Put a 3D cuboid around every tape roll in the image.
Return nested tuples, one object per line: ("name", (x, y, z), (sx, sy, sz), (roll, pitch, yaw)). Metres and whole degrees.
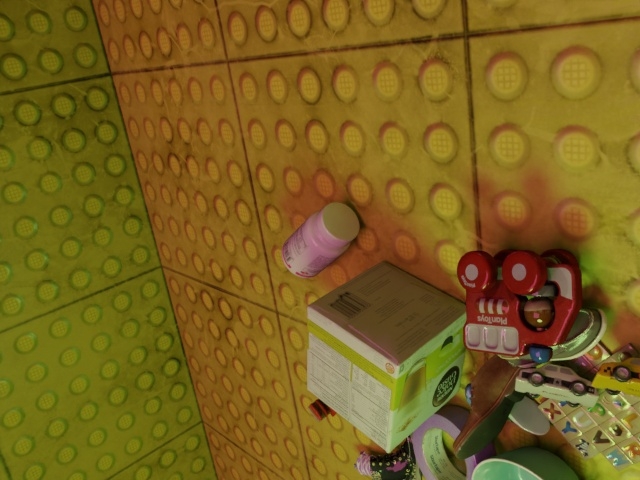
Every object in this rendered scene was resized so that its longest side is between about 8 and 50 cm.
("tape roll", (0.405, 0.649, 1.811), (0.274, 0.090, 0.275), (22, 117, 52))

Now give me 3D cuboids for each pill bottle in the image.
("pill bottle", (0.000, 0.000, 1.925), (0.161, 0.160, 0.283), (59, 143, 8))

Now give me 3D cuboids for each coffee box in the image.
("coffee box", (0.191, 0.323, 1.726), (0.338, 0.337, 0.335), (28, 131, 38))

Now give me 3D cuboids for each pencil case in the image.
("pencil case", (0.219, 0.828, 2.194), (0.206, 0.086, 0.088), (-21, 70, 52))

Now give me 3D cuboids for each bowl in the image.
("bowl", (0.581, 0.684, 1.599), (0.311, 0.163, 0.312), (27, 129, 39))

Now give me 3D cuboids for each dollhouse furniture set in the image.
("dollhouse furniture set", (0.060, 0.545, 2.118), (0.262, 0.135, 0.259), (50, 144, 17))

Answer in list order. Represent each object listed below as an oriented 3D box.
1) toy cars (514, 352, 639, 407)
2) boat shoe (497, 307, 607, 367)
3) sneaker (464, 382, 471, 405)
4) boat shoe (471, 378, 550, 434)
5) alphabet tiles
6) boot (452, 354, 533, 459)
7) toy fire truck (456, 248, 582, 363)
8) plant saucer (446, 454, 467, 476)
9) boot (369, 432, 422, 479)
("toy cars", (0.632, 0.313, 1.360), (0.176, 0.087, 0.393), (34, 149, -24))
("boat shoe", (0.540, 0.231, 1.424), (0.305, 0.091, 0.109), (-44, 32, 53))
("sneaker", (0.469, 0.473, 1.711), (0.144, 0.053, 0.059), (58, 144, -4))
("boat shoe", (0.516, 0.456, 1.629), (0.228, 0.080, 0.076), (28, 159, 26))
("alphabet tiles", (0.686, 0.396, 1.426), (0.285, 0.011, 0.343), (50, 139, 19))
("boot", (0.435, 0.437, 1.575), (0.115, 0.305, 0.112), (33, 172, 44))
("toy fire truck", (0.461, 0.148, 1.381), (0.302, 0.169, 0.254), (-2, 90, 52))
("plant saucer", (0.465, 0.810, 1.916), (0.240, 0.037, 0.241), (28, 130, 39))
("boot", (0.252, 0.740, 2.025), (0.178, 0.085, 0.237), (-5, 115, 9))
